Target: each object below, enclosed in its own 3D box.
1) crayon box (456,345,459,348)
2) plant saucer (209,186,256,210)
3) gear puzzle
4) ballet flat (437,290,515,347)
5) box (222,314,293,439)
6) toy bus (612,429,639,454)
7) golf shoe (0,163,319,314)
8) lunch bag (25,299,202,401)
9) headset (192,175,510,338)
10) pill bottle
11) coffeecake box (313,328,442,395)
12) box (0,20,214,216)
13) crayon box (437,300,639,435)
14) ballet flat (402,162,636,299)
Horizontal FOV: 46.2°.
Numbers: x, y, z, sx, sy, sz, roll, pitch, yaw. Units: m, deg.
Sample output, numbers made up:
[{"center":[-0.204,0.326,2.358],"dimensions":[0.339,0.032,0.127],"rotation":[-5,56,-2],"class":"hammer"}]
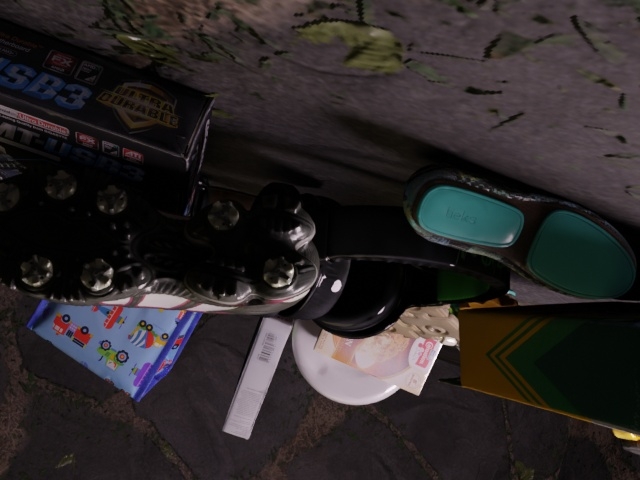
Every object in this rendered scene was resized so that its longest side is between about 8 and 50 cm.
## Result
[{"center":[0.346,0.192,1.291],"dimensions":[0.202,0.081,0.318],"rotation":[16,170,16],"class":"crayon box"},{"center":[-0.049,0.003,1.055],"dimensions":[0.311,0.050,0.310],"rotation":[19,172,3],"class":"plant saucer"},{"center":[0.104,0.076,0.955],"dimensions":[0.339,0.044,0.175],"rotation":[-1,151,38],"class":"gear puzzle"},{"center":[0.197,0.110,1.070],"dimensions":[0.083,0.087,0.247],"rotation":[17,172,-12],"class":"ballet flat"},{"center":[-0.104,0.197,1.430],"dimensions":[0.058,0.232,0.322],"rotation":[21,-166,-2],"class":"box"},{"center":[0.518,0.228,0.959],"dimensions":[0.220,0.149,0.211],"rotation":[25,165,-27],"class":"toy bus"},{"center":[-0.138,0.018,0.586],"dimensions":[0.273,0.105,0.120],"rotation":[9,158,-1],"class":"golf shoe"},{"center":[-0.294,0.067,1.206],"dimensions":[0.221,0.293,0.138],"rotation":[33,-164,3],"class":"lunch bag"},{"center":[0.000,0.000,0.784],"dimensions":[0.394,0.185,0.243],"rotation":[-5,163,32],"class":"headset"},{"center":[0.059,0.198,1.463],"dimensions":[0.224,0.224,0.392],"rotation":[18,171,2],"class":"pill bottle"},{"center":[0.102,0.145,1.219],"dimensions":[0.185,0.142,0.068],"rotation":[23,-171,2],"class":"coffeecake box"},{"center":[-0.257,-0.068,0.665],"dimensions":[0.296,0.073,0.293],"rotation":[18,150,-6],"class":"box"},{"center":[0.265,0.101,0.680],"dimensions":[0.203,0.083,0.323],"rotation":[-1,177,-18],"class":"crayon box"},{"center":[0.145,-0.011,0.554],"dimensions":[0.188,0.070,0.070],"rotation":[23,171,-16],"class":"ballet flat"}]
